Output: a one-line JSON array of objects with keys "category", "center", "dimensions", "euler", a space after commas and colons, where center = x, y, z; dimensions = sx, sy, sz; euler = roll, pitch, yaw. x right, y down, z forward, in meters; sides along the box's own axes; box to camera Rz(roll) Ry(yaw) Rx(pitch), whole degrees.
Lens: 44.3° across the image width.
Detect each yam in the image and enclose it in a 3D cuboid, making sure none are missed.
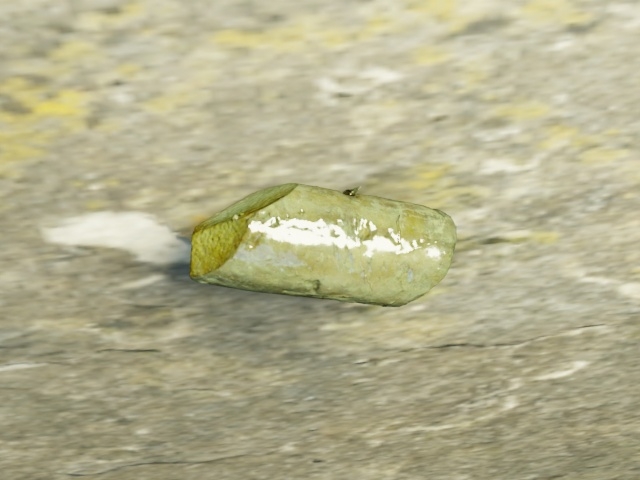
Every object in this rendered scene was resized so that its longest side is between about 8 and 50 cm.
[{"category": "yam", "center": [0.000, 0.000, 0.450], "dimensions": [0.147, 0.069, 0.069], "euler": [9, 132, -17]}]
